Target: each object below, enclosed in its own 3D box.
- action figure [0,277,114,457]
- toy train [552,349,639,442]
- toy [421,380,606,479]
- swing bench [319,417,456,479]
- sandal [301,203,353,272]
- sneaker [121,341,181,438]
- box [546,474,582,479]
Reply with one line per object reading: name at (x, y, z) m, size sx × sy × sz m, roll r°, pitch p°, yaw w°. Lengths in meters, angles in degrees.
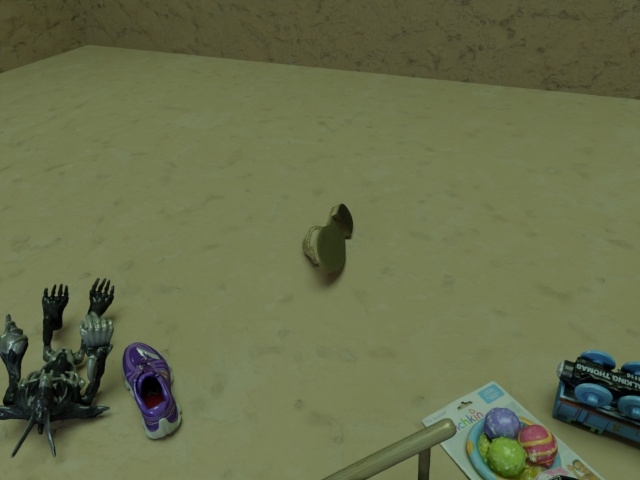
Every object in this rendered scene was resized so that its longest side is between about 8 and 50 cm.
action figure at (-0.382, 0.160, 0.704) m, size 0.164 × 0.140 × 0.275 m, roll 1°, pitch 32°, yaw -16°
toy train at (0.398, 0.210, 0.627) m, size 0.184 × 0.105 × 0.080 m, roll 16°, pitch 48°, yaw 24°
toy at (0.254, 0.266, 0.598) m, size 0.137 × 0.056 × 0.237 m, roll -18°, pitch 39°, yaw -23°
swing bench at (0.052, 0.335, 0.424) m, size 0.255 × 0.165 × 0.253 m, roll -14°, pitch 38°, yaw -8°
sandal at (0.003, 0.005, 0.980) m, size 0.079 × 0.088 × 0.240 m, roll -23°, pitch 20°, yaw 25°
sneaker at (-0.243, 0.198, 0.700) m, size 0.068 × 0.071 × 0.170 m, roll -22°, pitch 39°, yaw -26°
box at (0.260, 0.317, 0.389) m, size 0.059 × 0.183 × 0.232 m, roll -40°, pitch 47°, yaw 15°
